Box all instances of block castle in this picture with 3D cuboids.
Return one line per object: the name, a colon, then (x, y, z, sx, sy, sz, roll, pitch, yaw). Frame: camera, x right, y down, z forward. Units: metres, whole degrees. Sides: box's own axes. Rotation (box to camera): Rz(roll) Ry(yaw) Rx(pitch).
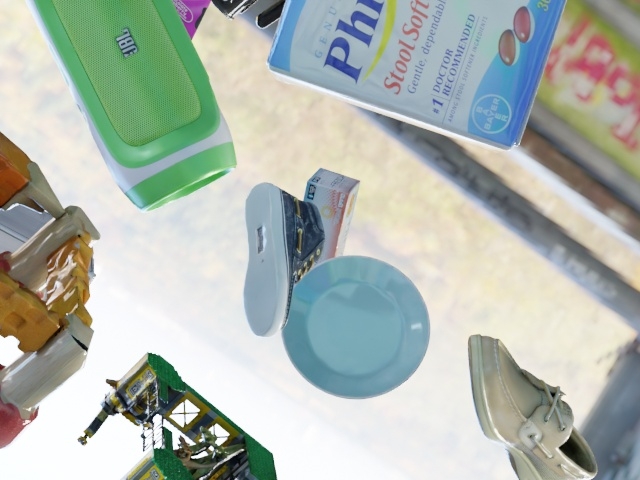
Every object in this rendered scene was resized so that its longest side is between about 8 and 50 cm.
block castle: (-0.453, -0.011, 1.595, 0.453, 0.213, 0.303, 41, -161, -29)

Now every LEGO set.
LEGO set: (-0.176, 0.299, 1.685, 0.255, 0.192, 0.331, 40, -168, -28)

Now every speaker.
speaker: (-0.194, -0.182, 1.519, 0.296, 0.131, 0.131, 64, 172, 1)

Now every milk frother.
milk frother: (-0.093, -0.386, 2.166, 0.129, 0.135, 0.143, 43, -164, -41)

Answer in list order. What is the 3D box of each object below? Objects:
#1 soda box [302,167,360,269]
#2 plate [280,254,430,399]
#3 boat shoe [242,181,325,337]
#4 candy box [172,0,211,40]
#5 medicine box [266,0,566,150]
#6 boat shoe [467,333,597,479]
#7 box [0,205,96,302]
soda box: (0.000, 0.000, 2.061, 0.063, 0.183, 0.058, 19, -154, 11)
plate: (0.043, 0.110, 1.925, 0.188, 0.188, 0.024, 32, 161, 9)
boat shoe: (-0.035, 0.026, 1.698, 0.083, 0.183, 0.065, 19, 148, -35)
candy box: (-0.204, -0.337, 1.875, 0.159, 0.233, 0.071, 40, 140, -26)
medicine box: (0.116, -0.265, 1.722, 0.289, 0.263, 0.149, 18, -177, -1)
boat shoe: (0.255, 0.206, 1.847, 0.098, 0.109, 0.302, -13, 136, 20)
box: (-0.505, -0.009, 2.455, 0.290, 0.087, 0.169, 29, -165, -22)
